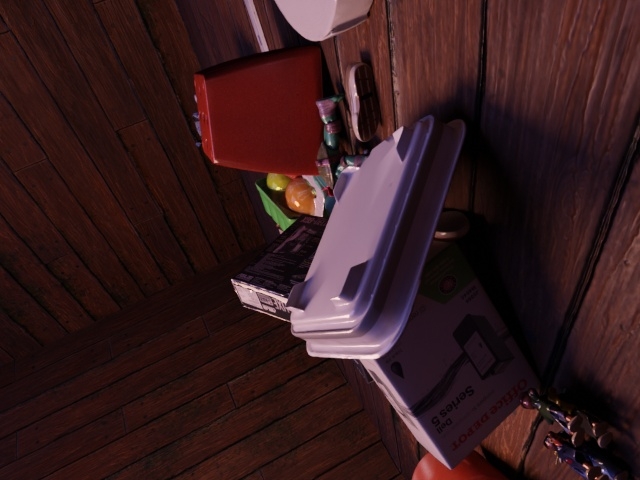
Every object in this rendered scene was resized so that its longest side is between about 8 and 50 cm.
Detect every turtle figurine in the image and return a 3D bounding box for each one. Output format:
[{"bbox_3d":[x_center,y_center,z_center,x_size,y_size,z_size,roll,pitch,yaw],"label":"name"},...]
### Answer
[{"bbox_3d":[0.046,-0.168,0.985,0.175,0.118,0.234,-145,37,-69],"label":"turtle figurine"}]

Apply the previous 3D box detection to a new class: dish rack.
[{"bbox_3d":[0.056,-0.008,0.684,0.072,0.333,0.285,28,160,-15],"label":"dish rack"}]

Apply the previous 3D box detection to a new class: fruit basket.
[{"bbox_3d":[-0.064,-0.193,1.423,0.327,0.165,0.353,46,139,41],"label":"fruit basket"}]

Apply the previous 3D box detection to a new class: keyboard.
[{"bbox_3d":[-0.162,-0.550,1.362,0.072,0.014,0.256,-123,12,-57],"label":"keyboard"}]

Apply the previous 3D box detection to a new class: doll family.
[{"bbox_3d":[0.337,0.262,0.667,0.193,0.076,0.111,64,165,-15],"label":"doll family"}]

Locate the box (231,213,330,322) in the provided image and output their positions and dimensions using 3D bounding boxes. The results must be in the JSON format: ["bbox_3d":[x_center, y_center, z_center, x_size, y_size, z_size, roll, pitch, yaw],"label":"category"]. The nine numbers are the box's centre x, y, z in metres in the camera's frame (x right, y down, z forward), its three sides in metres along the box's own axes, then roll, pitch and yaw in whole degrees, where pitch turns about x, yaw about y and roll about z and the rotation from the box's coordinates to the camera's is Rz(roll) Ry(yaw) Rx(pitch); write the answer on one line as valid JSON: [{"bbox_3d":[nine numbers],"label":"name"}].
[{"bbox_3d":[0.016,0.059,0.967,0.307,0.242,0.077,11,132,38],"label":"box"}]

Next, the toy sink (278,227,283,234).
[{"bbox_3d":[-0.048,0.046,1.846,0.234,0.131,0.153,66,170,-13],"label":"toy sink"}]

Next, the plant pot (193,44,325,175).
[{"bbox_3d":[-0.147,-0.287,1.110,0.267,0.235,0.267,-136,40,-63],"label":"plant pot"}]

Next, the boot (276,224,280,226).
[{"bbox_3d":[-0.117,-0.147,1.791,0.197,0.073,0.152,-40,64,45],"label":"boot"}]

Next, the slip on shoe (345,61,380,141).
[{"bbox_3d":[0.068,-0.239,0.856,0.041,0.051,0.135,42,153,51],"label":"slip on shoe"}]

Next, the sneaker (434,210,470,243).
[{"bbox_3d":[0.200,-0.006,0.781,0.070,0.051,0.134,53,166,-16],"label":"sneaker"}]

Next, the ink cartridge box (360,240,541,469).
[{"bbox_3d":[0.175,0.165,0.755,0.273,0.198,0.115,55,168,-12],"label":"ink cartridge box"}]

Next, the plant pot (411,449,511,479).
[{"bbox_3d":[0.319,0.582,1.042,0.265,0.272,0.272,-173,57,-87],"label":"plant pot"}]

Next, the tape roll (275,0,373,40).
[{"bbox_3d":[-0.037,-0.496,0.724,0.392,0.072,0.392,60,168,21],"label":"tape roll"}]

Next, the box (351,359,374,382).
[{"bbox_3d":[0.145,0.340,1.654,0.153,0.108,0.207,45,159,59],"label":"box"}]

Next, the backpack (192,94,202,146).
[{"bbox_3d":[-0.255,-0.401,1.557,0.263,0.276,0.213,29,146,50],"label":"backpack"}]

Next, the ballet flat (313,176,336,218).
[{"bbox_3d":[0.049,-0.105,1.159,0.087,0.083,0.247,35,-157,-42],"label":"ballet flat"}]
